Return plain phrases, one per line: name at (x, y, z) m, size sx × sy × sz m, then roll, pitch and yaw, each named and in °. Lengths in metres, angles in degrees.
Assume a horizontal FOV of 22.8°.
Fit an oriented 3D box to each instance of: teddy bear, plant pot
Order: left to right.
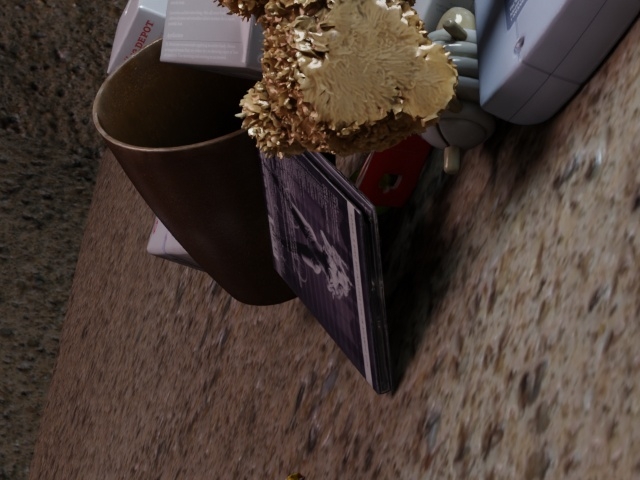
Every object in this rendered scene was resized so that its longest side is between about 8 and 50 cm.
plant pot at (-0.070, -0.059, 1.477) m, size 0.215 × 0.215 × 0.230 m, roll -89°, pitch -17°, yaw -52°
teddy bear at (0.012, -0.220, 1.124) m, size 0.113 × 0.245 × 0.338 m, roll 67°, pitch 178°, yaw -79°

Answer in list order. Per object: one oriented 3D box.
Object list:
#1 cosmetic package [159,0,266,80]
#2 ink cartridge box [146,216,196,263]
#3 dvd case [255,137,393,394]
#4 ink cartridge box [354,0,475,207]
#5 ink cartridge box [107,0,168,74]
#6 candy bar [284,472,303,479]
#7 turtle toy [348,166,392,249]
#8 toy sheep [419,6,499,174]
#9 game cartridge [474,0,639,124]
cosmetic package at (-0.047, -0.253, 1.303) m, size 0.127 × 0.107 × 0.238 m, roll 13°, pitch 94°, yaw 49°
ink cartridge box at (-0.099, -0.063, 1.823) m, size 0.278 × 0.117 × 0.201 m, roll 178°, pitch 111°, yaw -75°
dvd case at (0.000, 0.000, 1.263) m, size 0.221 × 0.018 × 0.164 m, roll -131°, pitch 29°, yaw -54°
ink cartridge box at (0.059, -0.147, 1.278) m, size 0.134 × 0.078 × 0.231 m, roll 2°, pitch -68°, yaw -67°
ink cartridge box at (-0.153, -0.256, 2.081) m, size 0.160 × 0.219 × 0.092 m, roll 127°, pitch 158°, yaw -54°
candy bar at (-0.030, 0.260, 1.324) m, size 0.040 × 0.018 × 0.161 m, roll -57°, pitch 19°, yaw 35°
turtle toy at (0.020, -0.008, 1.378) m, size 0.095 × 0.066 × 0.130 m, roll 57°, pitch 135°, yaw 44°
toy sheep at (0.099, -0.112, 1.181) m, size 0.091 × 0.091 × 0.132 m, roll 145°, pitch 137°, yaw -68°
game cartridge at (0.189, -0.225, 1.052) m, size 0.196 × 0.060 × 0.294 m, roll -81°, pitch 16°, yaw -48°
